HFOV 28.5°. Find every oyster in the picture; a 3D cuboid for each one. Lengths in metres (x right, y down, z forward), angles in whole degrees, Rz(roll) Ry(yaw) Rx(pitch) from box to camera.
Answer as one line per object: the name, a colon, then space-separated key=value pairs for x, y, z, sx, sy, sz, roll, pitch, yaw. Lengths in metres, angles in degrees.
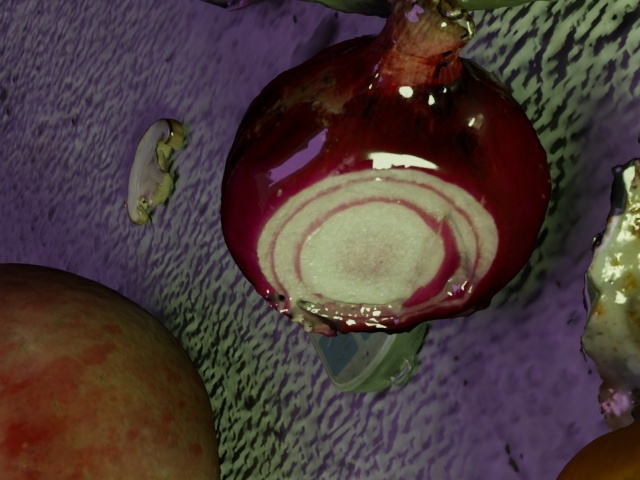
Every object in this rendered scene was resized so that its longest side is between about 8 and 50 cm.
oyster: x=0.169 y=0.021 z=0.579 sx=0.103 sy=0.051 sz=0.148 roll=1 pitch=96 yaw=41

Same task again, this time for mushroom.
mushroom: x=-0.133 y=-0.055 z=1.003 sx=0.049 sy=0.019 sz=0.101 roll=58 pitch=133 yaw=38

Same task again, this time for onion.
onion: x=0.037 y=-0.057 z=0.654 sx=0.135 sy=0.173 sz=0.198 roll=-106 pitch=24 yaw=-51

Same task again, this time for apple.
apple: x=-0.206 y=0.181 z=0.901 sx=0.344 sy=0.269 sz=0.345 roll=6 pitch=101 yaw=34

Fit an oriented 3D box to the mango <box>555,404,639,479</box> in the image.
mango: x=0.187 y=0.232 z=0.471 sx=0.187 sy=0.144 sz=0.359 roll=-53 pitch=53 yaw=51

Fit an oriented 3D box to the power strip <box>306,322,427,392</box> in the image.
power strip: x=0.000 y=0.000 z=0.817 sx=0.080 sy=0.029 sz=0.227 roll=-56 pitch=47 yaw=34

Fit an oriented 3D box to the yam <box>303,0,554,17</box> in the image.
yam: x=0.083 y=-0.207 z=0.602 sx=0.300 sy=0.195 sz=0.195 roll=6 pitch=92 yaw=51

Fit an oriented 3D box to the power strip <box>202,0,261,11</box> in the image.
power strip: x=-0.048 y=-0.299 z=0.897 sx=0.109 sy=0.037 sz=0.279 roll=-5 pitch=83 yaw=52
